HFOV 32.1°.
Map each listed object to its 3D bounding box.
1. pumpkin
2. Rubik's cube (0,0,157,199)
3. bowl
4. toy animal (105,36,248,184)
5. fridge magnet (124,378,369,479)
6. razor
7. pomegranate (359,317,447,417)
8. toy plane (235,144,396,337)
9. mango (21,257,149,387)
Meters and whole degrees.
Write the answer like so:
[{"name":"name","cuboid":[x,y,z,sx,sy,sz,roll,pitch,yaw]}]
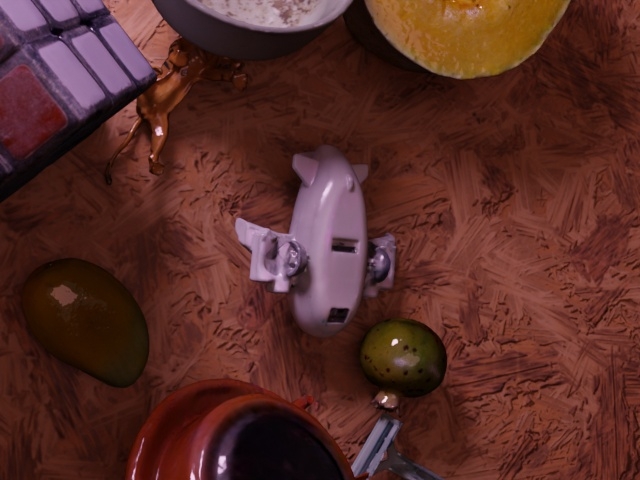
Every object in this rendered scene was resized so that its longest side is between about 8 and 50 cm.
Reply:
[{"name":"pumpkin","cuboid":[0.177,-0.389,1.582,0.332,0.199,0.332,-1,94,-14]},{"name":"Rubik's cube","cuboid":[-0.413,-0.195,1.250,0.305,0.301,0.303,-32,100,17]},{"name":"bowl","cuboid":[-0.108,-0.334,1.436,0.289,0.146,0.289,11,56,-16]},{"name":"toy animal","cuboid":[-0.214,-0.184,1.488,0.255,0.116,0.114,-45,114,-2]},{"name":"fridge magnet","cuboid":[-0.083,0.340,1.405,0.364,0.155,0.363,26,47,-31]},{"name":"razor","cuboid":[0.169,0.356,1.604,0.278,0.056,0.111,33,85,-22]},{"name":"pomegranate","cuboid":[0.113,0.170,1.561,0.130,0.130,0.130,1,87,-19]},{"name":"toy plane","cuboid":[0.003,0.000,1.526,0.267,0.123,0.266,2,86,-36]},{"name":"mango","cuboid":[-0.298,0.107,1.433,0.130,0.092,0.194,-37,103,-19]}]
